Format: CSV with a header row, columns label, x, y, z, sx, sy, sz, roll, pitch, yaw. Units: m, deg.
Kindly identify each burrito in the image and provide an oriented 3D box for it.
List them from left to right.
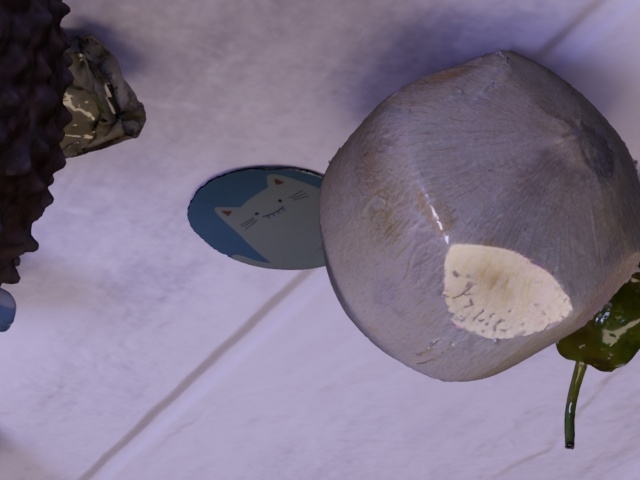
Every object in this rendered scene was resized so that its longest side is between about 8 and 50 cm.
label,x,y,z,sx,sy,sz,roll,pitch,yaw
burrito,-0.188,-0.053,0.916,0.229,0.058,0.063,-18,147,36

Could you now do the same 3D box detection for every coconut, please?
label,x,y,z,sx,sy,sz,roll,pitch,yaw
coconut,0.088,-0.016,0.843,0.161,0.161,0.162,24,141,-28

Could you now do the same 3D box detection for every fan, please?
label,x,y,z,sx,sy,sz,roll,pitch,yaw
fan,0.000,0.000,1.019,0.175,0.005,0.113,26,143,-31

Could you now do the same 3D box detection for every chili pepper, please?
label,x,y,z,sx,sy,sz,roll,pitch,yaw
chili pepper,0.178,0.030,0.983,0.072,0.073,0.204,30,133,-6

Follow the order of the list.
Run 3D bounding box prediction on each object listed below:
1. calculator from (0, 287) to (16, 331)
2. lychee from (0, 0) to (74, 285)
label,x,y,z,sx,sy,sz,roll,pitch,yaw
calculator,-0.289,0.017,1.017,0.210,0.039,0.121,21,173,-24
lychee,-0.240,-0.082,0.683,0.300,0.300,0.300,4,148,2
